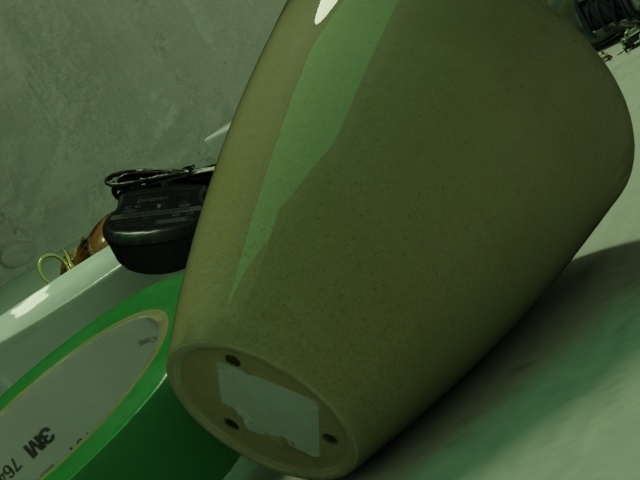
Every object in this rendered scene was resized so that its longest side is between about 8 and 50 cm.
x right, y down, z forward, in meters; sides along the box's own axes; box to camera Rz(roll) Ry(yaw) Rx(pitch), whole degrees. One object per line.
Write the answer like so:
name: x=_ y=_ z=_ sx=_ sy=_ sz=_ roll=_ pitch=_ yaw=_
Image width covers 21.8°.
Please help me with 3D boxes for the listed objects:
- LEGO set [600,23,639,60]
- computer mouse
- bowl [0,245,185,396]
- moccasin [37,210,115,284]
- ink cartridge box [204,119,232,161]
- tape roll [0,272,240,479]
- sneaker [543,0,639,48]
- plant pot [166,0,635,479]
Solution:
LEGO set: x=0.341 y=-0.225 z=1.866 sx=0.083 sy=0.023 sz=0.054 roll=-29 pitch=9 yaw=22
computer mouse: x=-0.109 y=-0.020 z=1.553 sx=0.184 sy=0.060 sz=0.262 roll=-7 pitch=16 yaw=-5
bowl: x=-0.222 y=0.097 z=1.687 sx=0.298 sy=0.134 sz=0.298 roll=-31 pitch=8 yaw=5
moccasin: x=-0.296 y=0.044 z=2.276 sx=0.147 sy=0.139 sz=0.380 roll=-38 pitch=7 yaw=-10
ink cartridge box: x=0.039 y=-0.150 z=1.792 sx=0.278 sy=0.117 sz=0.201 roll=-38 pitch=10 yaw=-28
tape roll: x=-0.174 y=0.156 z=1.159 sx=0.321 sy=0.077 sz=0.321 roll=-36 pitch=15 yaw=11
sneaker: x=0.361 y=-0.296 z=1.940 sx=0.300 sy=0.111 sz=0.121 roll=-30 pitch=12 yaw=31
plant pot: x=0.026 y=0.002 z=1.028 sx=0.256 sy=0.256 sz=0.274 roll=-23 pitch=29 yaw=51
